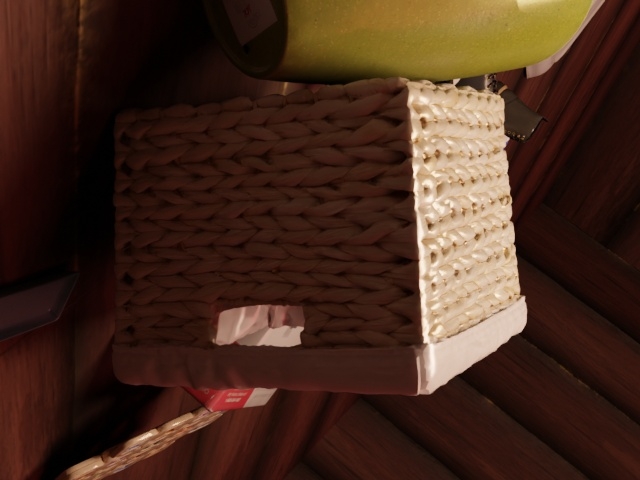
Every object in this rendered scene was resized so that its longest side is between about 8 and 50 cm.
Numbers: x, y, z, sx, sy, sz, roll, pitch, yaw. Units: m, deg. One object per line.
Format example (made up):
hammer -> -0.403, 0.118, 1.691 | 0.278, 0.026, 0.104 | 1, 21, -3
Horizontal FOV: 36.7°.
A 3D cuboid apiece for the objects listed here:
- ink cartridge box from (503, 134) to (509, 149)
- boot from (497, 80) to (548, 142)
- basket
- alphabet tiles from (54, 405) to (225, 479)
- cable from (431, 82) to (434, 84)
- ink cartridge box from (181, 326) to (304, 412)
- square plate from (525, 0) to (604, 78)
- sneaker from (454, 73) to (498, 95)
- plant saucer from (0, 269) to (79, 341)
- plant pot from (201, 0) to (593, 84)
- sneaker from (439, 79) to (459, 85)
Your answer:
ink cartridge box -> 0.159, -0.169, 1.393 | 0.097, 0.207, 0.046 | -43, 163, -32
boot -> 0.365, -0.222, 2.013 | 0.198, 0.137, 0.077 | -52, 165, 1
basket -> 0.004, -0.009, 0.957 | 0.331, 0.328, 0.266 | -15, 102, -63
alphabet tiles -> -0.255, 0.293, 1.387 | 0.284, 0.021, 0.278 | -21, 166, -36
cable -> 0.099, -0.257, 1.144 | 0.139, 0.072, 0.287 | -26, 143, -23
ink cartridge box -> -0.052, 0.034, 1.324 | 0.385, 0.160, 0.279 | -53, 166, 1
square plate -> 0.559, -0.523, 2.065 | 0.347, 0.049, 0.344 | -53, 165, 2
sneaker -> 0.294, -0.285, 1.695 | 0.222, 0.118, 0.083 | -58, 164, 22
plant saucer -> -0.311, 0.072, 0.928 | 0.067, 0.018, 0.192 | -59, 163, 24
plant pot -> 0.048, -0.250, 0.862 | 0.293, 0.275, 0.275 | -24, 152, -29
sneaker -> 0.244, -0.361, 1.410 | 0.257, 0.169, 0.447 | -36, -179, 26
